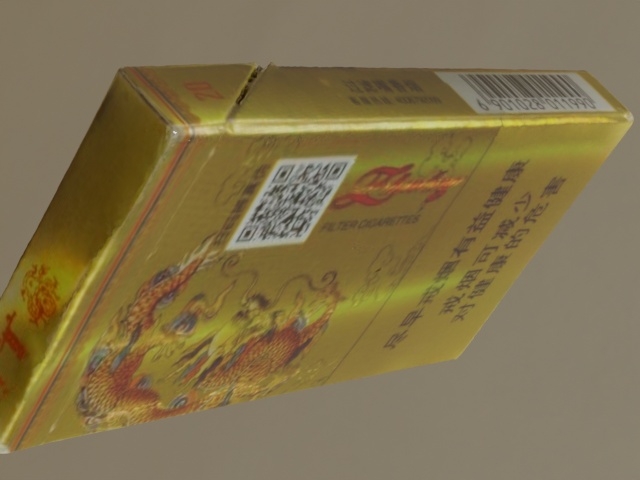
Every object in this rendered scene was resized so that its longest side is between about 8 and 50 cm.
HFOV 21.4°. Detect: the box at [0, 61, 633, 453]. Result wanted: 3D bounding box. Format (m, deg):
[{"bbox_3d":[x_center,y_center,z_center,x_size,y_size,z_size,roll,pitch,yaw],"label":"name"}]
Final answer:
[{"bbox_3d":[0.000,0.000,0.376,0.022,0.156,0.089,48,-56,28],"label":"box"}]
